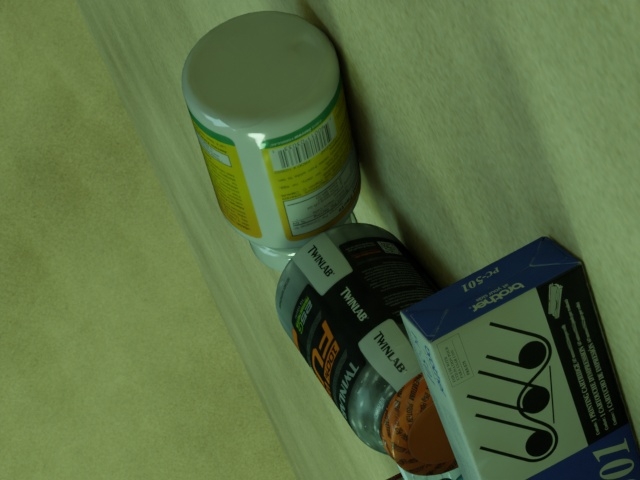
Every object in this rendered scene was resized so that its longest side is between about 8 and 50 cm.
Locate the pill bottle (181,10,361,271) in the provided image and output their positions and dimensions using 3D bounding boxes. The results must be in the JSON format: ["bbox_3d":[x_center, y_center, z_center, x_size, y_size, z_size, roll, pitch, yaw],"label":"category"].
[{"bbox_3d":[-0.031,-0.067,1.215,0.117,0.118,0.208,56,169,35],"label":"pill bottle"}]

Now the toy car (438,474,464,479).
[{"bbox_3d":[0.089,0.285,1.017,0.219,0.238,0.210,58,142,6],"label":"toy car"}]

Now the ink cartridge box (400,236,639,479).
[{"bbox_3d":[0.126,0.109,0.910,0.046,0.097,0.207,47,162,60],"label":"ink cartridge box"}]

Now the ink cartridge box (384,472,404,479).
[{"bbox_3d":[0.068,0.309,1.679,0.072,0.127,0.175,66,170,1],"label":"ink cartridge box"}]

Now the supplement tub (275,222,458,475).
[{"bbox_3d":[0.052,0.081,1.173,0.190,0.117,0.117,52,166,48],"label":"supplement tub"}]

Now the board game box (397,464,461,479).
[{"bbox_3d":[0.194,0.336,1.308,0.390,0.050,0.390,63,171,-1],"label":"board game box"}]

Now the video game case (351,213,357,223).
[{"bbox_3d":[0.000,0.000,1.517,0.204,0.025,0.285,66,171,-18],"label":"video game case"}]
